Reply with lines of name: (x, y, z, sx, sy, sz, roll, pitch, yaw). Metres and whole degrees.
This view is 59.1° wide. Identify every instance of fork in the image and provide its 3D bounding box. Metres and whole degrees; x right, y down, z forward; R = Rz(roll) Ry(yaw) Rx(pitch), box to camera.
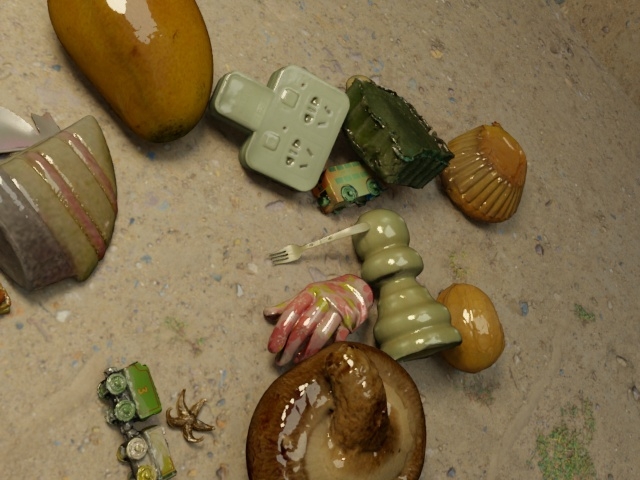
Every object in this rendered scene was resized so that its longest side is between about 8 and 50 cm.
fork: (0.000, 0.002, 1.164, 0.220, 0.028, 0.034, -20, 74, -9)

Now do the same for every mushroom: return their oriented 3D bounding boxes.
mushroom: (0.039, 0.341, 0.979, 0.345, 0.239, 0.345, -2, 98, -14)

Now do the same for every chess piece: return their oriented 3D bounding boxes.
chess piece: (0.164, 0.088, 1.206, 0.182, 0.182, 0.330, -3, 67, -35)

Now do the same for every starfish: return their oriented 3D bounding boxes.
starfish: (-0.219, 0.292, 0.939, 0.078, 0.028, 0.091, -9, 73, -42)

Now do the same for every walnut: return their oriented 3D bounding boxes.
walnut: (0.327, 0.195, 1.270, 0.159, 0.159, 0.206, 1, 71, -34)

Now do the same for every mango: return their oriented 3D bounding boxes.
mango: (-0.329, -0.364, 1.029, 0.264, 0.221, 0.378, -27, 97, -43)

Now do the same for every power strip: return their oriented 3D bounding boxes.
power strip: (-0.103, -0.249, 1.179, 0.261, 0.141, 0.229, 23, 88, -22)

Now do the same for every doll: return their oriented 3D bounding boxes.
doll: (0.081, -0.359, 1.389, 0.179, 0.102, 0.088, -31, 132, -43)

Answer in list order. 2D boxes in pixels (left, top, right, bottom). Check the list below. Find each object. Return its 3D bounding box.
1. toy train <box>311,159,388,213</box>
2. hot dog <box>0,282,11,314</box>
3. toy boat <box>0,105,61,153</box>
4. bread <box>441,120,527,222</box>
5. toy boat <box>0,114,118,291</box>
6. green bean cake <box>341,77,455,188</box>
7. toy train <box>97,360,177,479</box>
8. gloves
toy train: (0.064, -0.123, 1.279, 0.188, 0.072, 0.099, -18, 82, -38)
hot dog: (-0.525, 0.059, 0.807, 0.169, 0.061, 0.078, 25, 57, -24)
toy boat: (-0.580, -0.179, 0.872, 0.219, 0.072, 0.318, 52, 48, -10)
bread: (0.450, -0.181, 1.522, 0.274, 0.149, 0.274, 15, 57, -25)
toy boat: (-0.426, -0.064, 0.898, 0.293, 0.111, 0.276, -25, 97, -50)
green bean cake: (0.163, -0.240, 1.302, 0.255, 0.132, 0.241, -5, 58, -55)
toy train: (-0.281, 0.288, 0.878, 0.081, 0.060, 0.202, -15, 81, -43)
gloves: (-0.006, 0.144, 1.080, 0.145, 0.126, 0.241, 51, 39, 10)
